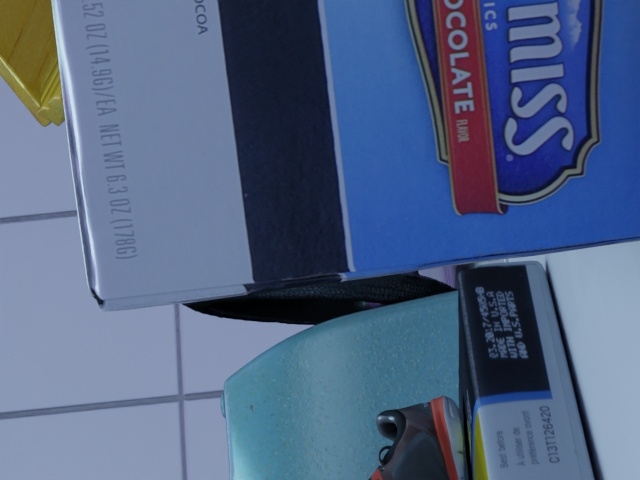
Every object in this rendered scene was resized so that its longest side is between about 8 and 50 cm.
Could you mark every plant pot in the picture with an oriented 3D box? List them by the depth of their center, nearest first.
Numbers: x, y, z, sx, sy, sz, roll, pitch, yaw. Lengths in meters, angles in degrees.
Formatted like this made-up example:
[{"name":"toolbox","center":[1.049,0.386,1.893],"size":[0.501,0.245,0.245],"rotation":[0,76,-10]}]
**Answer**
[{"name":"plant pot","center":[0.038,0.211,1.347],"size":[0.248,0.252,0.247],"rotation":[82,-179,-68]}]

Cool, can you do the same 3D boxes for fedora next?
[{"name":"fedora","center":[0.000,0.000,1.426],"size":[0.334,0.334,0.153],"rotation":[82,-170,-82]}]

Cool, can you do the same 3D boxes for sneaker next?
[{"name":"sneaker","center":[0.060,0.166,0.855],"size":[0.158,0.065,0.061],"rotation":[-92,-3,-49]}]

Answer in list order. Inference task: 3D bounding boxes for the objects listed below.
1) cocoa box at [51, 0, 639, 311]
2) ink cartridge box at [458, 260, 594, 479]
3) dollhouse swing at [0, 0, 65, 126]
[{"name":"cocoa box","center":[0.012,-0.118,0.678],"size":[0.347,0.228,0.231],"rotation":[-94,-3,-82]},{"name":"ink cartridge box","center":[0.130,0.225,0.869],"size":[0.304,0.072,0.307],"rotation":[-95,1,-47]},{"name":"dollhouse swing","center":[-0.266,-0.333,1.249],"size":[0.347,0.305,0.315],"rotation":[-20,43,60]}]
